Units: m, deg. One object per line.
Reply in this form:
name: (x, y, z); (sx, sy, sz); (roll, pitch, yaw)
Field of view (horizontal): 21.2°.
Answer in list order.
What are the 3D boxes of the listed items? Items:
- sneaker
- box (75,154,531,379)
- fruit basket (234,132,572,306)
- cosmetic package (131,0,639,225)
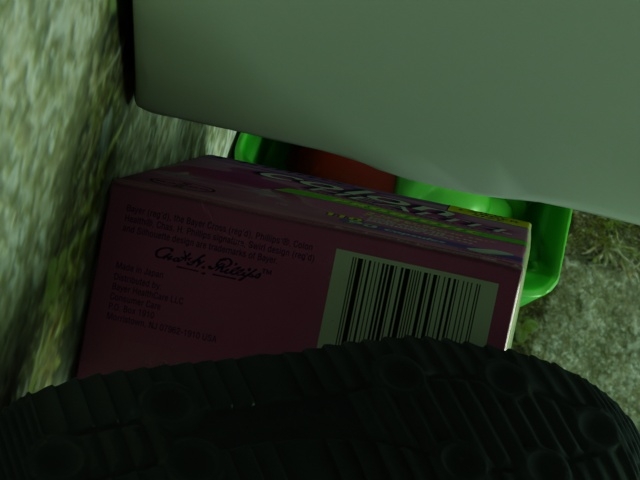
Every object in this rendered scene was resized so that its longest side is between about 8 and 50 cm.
sneaker: (-0.007, 0.124, 0.790); (0.131, 0.319, 0.112); (109, -27, -44)
box: (0.003, 0.034, 0.964); (0.243, 0.213, 0.117); (-31, 133, -80)
fruit basket: (0.115, -0.135, 1.262); (0.392, 0.283, 0.392); (-158, -90, -85)
cosmetic package: (0.115, -0.267, 0.825); (0.327, 0.329, 0.394); (95, 9, -54)
